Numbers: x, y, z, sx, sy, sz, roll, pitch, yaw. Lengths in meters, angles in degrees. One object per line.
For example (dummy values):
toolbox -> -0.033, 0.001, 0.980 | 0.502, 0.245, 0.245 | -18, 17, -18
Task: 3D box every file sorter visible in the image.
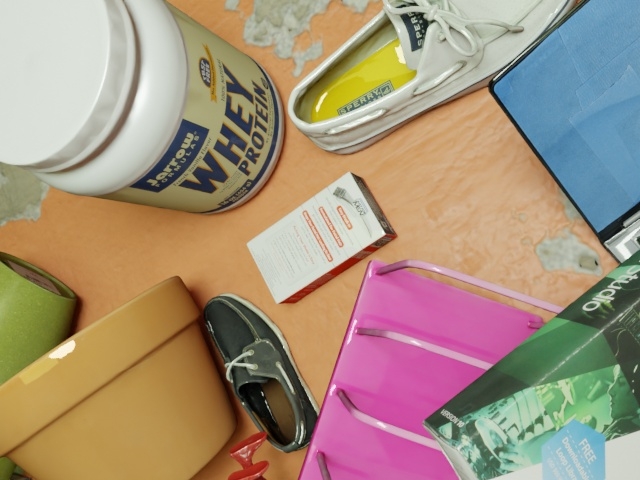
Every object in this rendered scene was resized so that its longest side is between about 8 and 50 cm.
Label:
file sorter -> 0.112, 0.180, 0.551 | 0.202, 0.182, 0.290 | 19, 82, -3

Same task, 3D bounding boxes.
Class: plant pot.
plant pot -> -0.240, 0.207, 0.728 | 0.291, 0.291, 0.203 | -36, 91, 17
plant pot -> -0.498, 0.174, 0.855 | 0.275, 0.275, 0.293 | 31, 82, 22

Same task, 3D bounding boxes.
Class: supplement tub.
supplement tub -> -0.210, -0.159, 0.694 | 0.236, 0.325, 0.235 | -1, 87, 23

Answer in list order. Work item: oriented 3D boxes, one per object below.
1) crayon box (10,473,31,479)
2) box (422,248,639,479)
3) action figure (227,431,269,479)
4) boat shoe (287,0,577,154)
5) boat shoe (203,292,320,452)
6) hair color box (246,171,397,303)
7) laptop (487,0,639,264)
crayon box -> -0.648, 0.404, 0.917 | 0.319, 0.202, 0.081 | 4, 88, 24
box -> 0.263, 0.135, 0.449 | 0.322, 0.058, 0.232 | -35, 104, -13
action figure -> 0.017, 0.341, 0.680 | 0.139, 0.091, 0.280 | -24, 105, 1
boat shoe -> 0.113, -0.230, 0.653 | 0.367, 0.156, 0.135 | -28, 77, 20
boat shoe -> -0.083, 0.164, 0.758 | 0.084, 0.079, 0.233 | -41, 71, 17
hair color box -> 0.000, 0.000, 0.745 | 0.167, 0.053, 0.093 | -34, 74, 19
laptop -> 0.428, -0.079, 0.469 | 0.382, 0.236, 0.407 | -41, 73, 16
